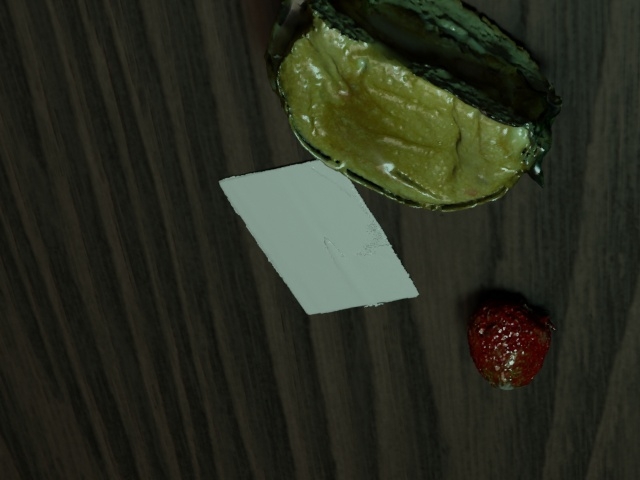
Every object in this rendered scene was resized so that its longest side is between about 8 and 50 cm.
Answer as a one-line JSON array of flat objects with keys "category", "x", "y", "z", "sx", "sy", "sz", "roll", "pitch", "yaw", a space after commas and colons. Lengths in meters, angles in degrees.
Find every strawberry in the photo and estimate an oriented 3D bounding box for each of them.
[{"category": "strawberry", "x": 0.208, "y": 0.116, "z": 2.022, "sx": 0.106, "sy": 0.106, "sz": 0.106, "roll": 10, "pitch": 138, "yaw": 9}]

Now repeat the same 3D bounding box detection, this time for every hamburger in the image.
[{"category": "hamburger", "x": 0.078, "y": -0.134, "z": 1.770, "sx": 0.309, "sy": 0.132, "sz": 0.211, "roll": 27, "pitch": 138, "yaw": -10}]

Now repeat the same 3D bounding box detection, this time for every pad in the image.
[{"category": "pad", "x": 0.000, "y": 0.000, "z": 2.035, "sx": 0.156, "sy": 0.004, "sz": 0.232, "roll": -11, "pitch": 131, "yaw": 27}]
